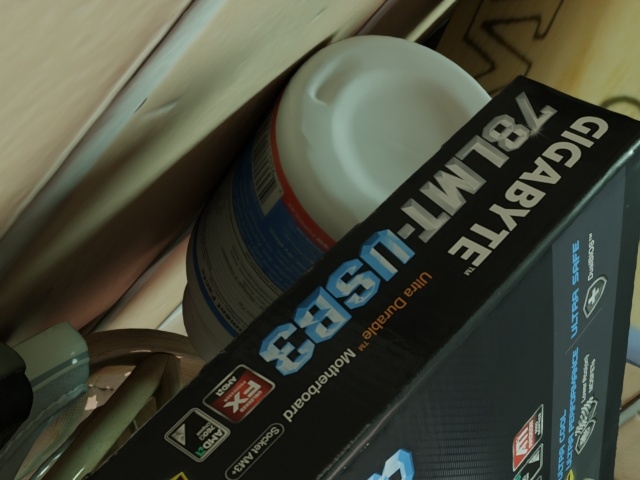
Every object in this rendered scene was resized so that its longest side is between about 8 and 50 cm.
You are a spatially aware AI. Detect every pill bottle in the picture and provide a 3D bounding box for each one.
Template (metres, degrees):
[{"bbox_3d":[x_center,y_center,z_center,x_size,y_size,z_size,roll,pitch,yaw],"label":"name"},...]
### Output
[{"bbox_3d":[0.000,0.000,0.620,0.124,0.124,0.221,-43,178,-33],"label":"pill bottle"}]

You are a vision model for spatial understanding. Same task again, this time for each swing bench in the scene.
[{"bbox_3d":[-0.167,0.205,0.690,0.253,0.165,0.255,-47,-157,33],"label":"swing bench"}]

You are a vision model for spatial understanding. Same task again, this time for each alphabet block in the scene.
[{"bbox_3d":[0.164,-0.046,0.719,0.197,0.192,0.193,-64,-158,1],"label":"alphabet block"}]

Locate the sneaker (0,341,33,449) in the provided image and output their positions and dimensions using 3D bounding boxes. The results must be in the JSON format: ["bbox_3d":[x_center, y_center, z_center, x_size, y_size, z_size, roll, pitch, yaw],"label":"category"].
[{"bbox_3d":[-0.151,0.137,0.345,0.227,0.130,0.087,-47,-179,-29],"label":"sneaker"}]

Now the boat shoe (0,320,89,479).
[{"bbox_3d":[-0.171,0.133,0.488,0.227,0.081,0.079,-44,178,-8],"label":"boat shoe"}]

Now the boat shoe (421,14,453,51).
[{"bbox_3d":[0.153,-0.165,0.894,0.302,0.091,0.114,-43,134,-8],"label":"boat shoe"}]

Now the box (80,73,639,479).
[{"bbox_3d":[0.024,0.129,0.487,0.293,0.073,0.296,-43,144,-30],"label":"box"}]
